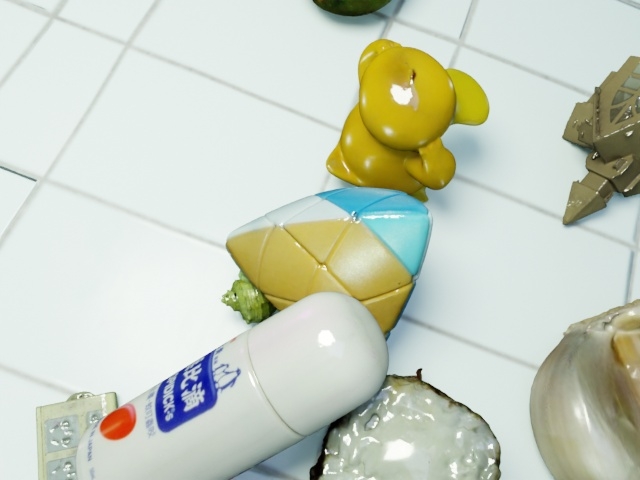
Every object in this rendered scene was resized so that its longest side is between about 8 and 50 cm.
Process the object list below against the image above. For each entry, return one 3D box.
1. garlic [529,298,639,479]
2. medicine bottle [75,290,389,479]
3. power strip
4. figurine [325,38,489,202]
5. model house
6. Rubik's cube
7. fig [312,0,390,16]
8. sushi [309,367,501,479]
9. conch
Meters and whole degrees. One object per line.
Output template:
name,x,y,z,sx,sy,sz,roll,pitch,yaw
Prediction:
garlic,0.417,0.235,0.677,0.279,0.132,0.325,-6,67,-1
medicine bottle,-0.084,0.175,0.559,0.341,0.130,0.130,-31,77,9
power strip,-0.274,0.311,0.602,0.092,0.034,0.268,-8,73,-11
figurine,0.109,-0.152,0.709,0.215,0.228,0.215,15,56,-24
model house,0.444,-0.132,0.810,0.248,0.181,0.176,-51,41,6
Rubik's cube,0.000,0.000,0.681,0.254,0.254,0.254,2,71,-7
fig,0.074,-0.463,0.856,0.245,0.195,0.195,-5,68,-47
sushi,0.066,0.297,0.582,0.196,0.182,0.343,25,69,6
conch,-0.079,0.062,0.691,0.121,0.074,0.089,-11,95,-33
